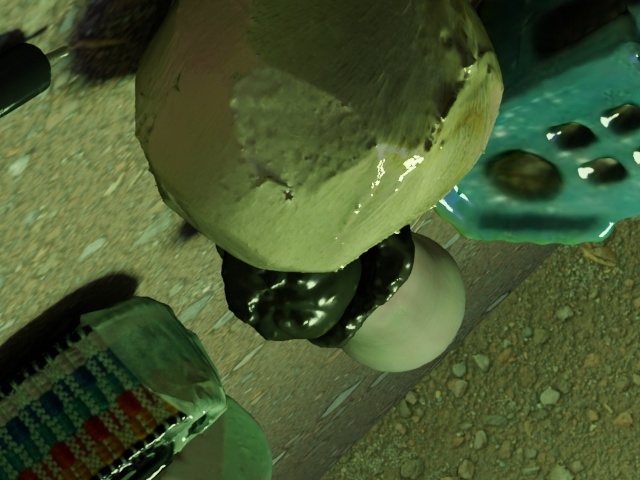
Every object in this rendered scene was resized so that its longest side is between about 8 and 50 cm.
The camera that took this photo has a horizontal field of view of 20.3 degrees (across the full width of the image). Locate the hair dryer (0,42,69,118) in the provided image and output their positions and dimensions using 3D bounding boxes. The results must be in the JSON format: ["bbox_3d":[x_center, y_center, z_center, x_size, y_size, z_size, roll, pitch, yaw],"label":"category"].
[{"bbox_3d":[-0.205,-0.069,0.974,0.219,0.071,0.124,-39,169,-49],"label":"hair dryer"}]

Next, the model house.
[{"bbox_3d":[0.209,-0.143,1.510,0.303,0.215,0.237,-25,-140,39],"label":"model house"}]

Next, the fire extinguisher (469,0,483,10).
[{"bbox_3d":[0.120,-0.219,1.414,0.106,0.075,0.252,9,133,-37],"label":"fire extinguisher"}]

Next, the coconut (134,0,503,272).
[{"bbox_3d":[0.001,-0.102,1.144,0.227,0.227,0.230,-31,164,-45],"label":"coconut"}]

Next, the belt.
[{"bbox_3d":[-0.206,0.161,1.556,0.257,0.150,0.207,-38,176,-17],"label":"belt"}]

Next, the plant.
[{"bbox_3d":[0.000,0.000,1.644,0.142,0.164,0.256,-45,-177,30],"label":"plant"}]

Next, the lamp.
[{"bbox_3d":[-0.163,0.310,2.007,0.247,0.247,0.301,20,132,-25],"label":"lamp"}]

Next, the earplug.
[{"bbox_3d":[0.056,0.040,1.989,0.172,0.172,0.301,-43,162,1],"label":"earplug"}]
